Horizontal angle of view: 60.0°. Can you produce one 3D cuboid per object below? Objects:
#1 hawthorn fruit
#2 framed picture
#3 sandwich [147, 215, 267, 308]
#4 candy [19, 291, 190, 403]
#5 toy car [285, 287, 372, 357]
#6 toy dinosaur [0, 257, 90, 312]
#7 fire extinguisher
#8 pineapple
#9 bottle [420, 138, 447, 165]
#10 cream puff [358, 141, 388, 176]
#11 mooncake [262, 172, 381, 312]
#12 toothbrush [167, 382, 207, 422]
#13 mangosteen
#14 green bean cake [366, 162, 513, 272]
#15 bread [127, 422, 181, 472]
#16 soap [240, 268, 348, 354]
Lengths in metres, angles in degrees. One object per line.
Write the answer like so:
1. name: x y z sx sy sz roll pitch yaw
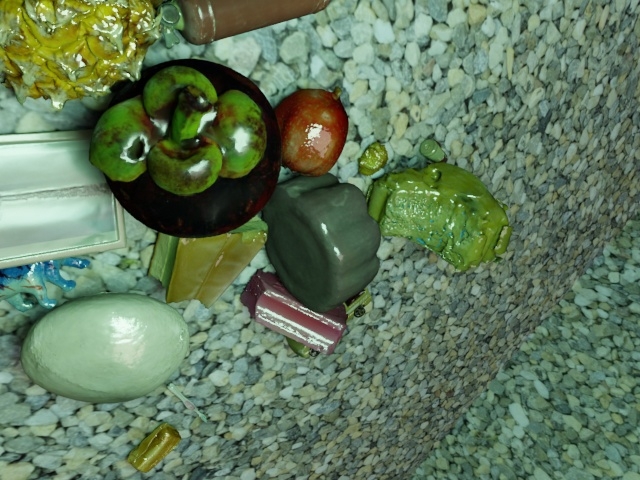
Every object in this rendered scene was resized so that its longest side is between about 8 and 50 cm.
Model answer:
1. hawthorn fruit: -0.021 -0.221 1.093 0.169 0.169 0.188 20 101 -48
2. framed picture: -0.460 -0.066 0.878 0.289 0.016 0.213 -12 111 -36
3. sandwich: -0.226 0.038 1.143 0.220 0.108 0.186 -6 124 -42
4. candy: -0.388 0.202 1.018 0.296 0.185 0.295 -14 154 -7
5. toy car: 0.011 0.189 1.477 0.257 0.101 0.124 -39 130 -14
6. toy dinosaur: -0.489 0.058 0.949 0.329 0.076 0.144 -49 130 -6
7. fire extinguisher: -0.154 -0.400 0.882 0.337 0.107 0.147 -26 104 -25
8. pineapple: -0.301 -0.291 0.722 0.334 0.161 0.158 -45 180 4
9. bottle: 0.300 -0.226 1.458 0.063 0.047 0.101 -49 145 13
10. cream puff: 0.128 -0.189 1.319 0.083 0.058 0.083 -30 138 -23
11. mooncake: 0.000 0.000 1.189 0.154 0.306 0.305 -28 136 -32
12. toothbrush: -0.335 0.411 1.402 0.017 0.022 0.204 -40 136 -15
13. mangosteen: -0.199 -0.146 0.877 0.311 0.311 0.311 -23 133 -27
14. green bean cake: 0.293 -0.070 1.366 0.285 0.310 0.201 -14 131 -37
15. bread: -0.415 0.519 1.389 0.132 0.053 0.074 -45 144 -5
16. soap: -0.066 0.166 1.316 0.250 0.162 0.099 26 104 -7
